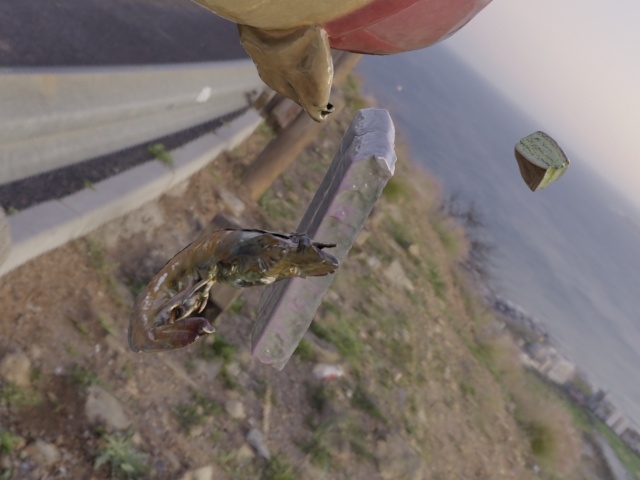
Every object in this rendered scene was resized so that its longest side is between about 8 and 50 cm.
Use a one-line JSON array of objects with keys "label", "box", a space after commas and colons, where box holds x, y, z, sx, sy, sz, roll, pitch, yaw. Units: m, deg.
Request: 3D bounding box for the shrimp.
[{"label": "shrimp", "box": [-0.083, 0.042, 0.780, 0.052, 0.251, 0.143, 46, 55, -23]}]

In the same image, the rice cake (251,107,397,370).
[{"label": "rice cake", "box": [0.000, 0.000, 0.965, 0.050, 0.298, 0.106, 21, 34, -10]}]

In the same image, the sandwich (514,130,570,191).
[{"label": "sandwich", "box": [0.179, -0.067, 0.747, 0.044, 0.031, 0.083, 59, -1, 12]}]

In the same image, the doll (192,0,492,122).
[{"label": "doll", "box": [-0.023, -0.161, 0.291, 0.256, 0.196, 0.152, 25, 36, -32]}]
